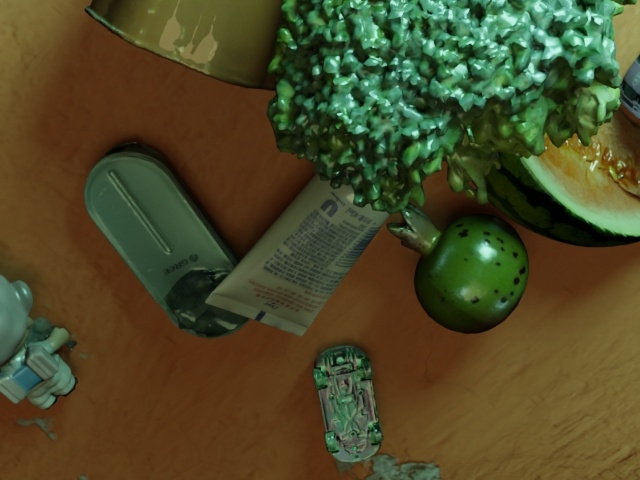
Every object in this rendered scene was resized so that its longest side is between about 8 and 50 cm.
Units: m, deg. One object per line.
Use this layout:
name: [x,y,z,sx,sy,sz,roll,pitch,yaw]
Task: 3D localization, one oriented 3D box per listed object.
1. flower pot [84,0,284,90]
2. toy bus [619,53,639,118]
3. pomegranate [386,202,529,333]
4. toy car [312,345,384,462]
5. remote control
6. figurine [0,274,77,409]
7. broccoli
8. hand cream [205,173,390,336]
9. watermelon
flower pot: [-0.093,-0.248,1.004,0.191,0.190,0.173,22,102,-11]
toy bus: [0.406,-0.140,1.095,0.199,0.096,0.108,15,113,-10]
pomegranate: [0.140,0.030,1.175,0.159,0.129,0.129,16,119,14]
toy car: [0.031,0.190,1.295,0.069,0.055,0.142,-11,107,-4]
remote control: [-0.159,0.004,1.196,0.104,0.052,0.247,-26,115,15]
figurine: [-0.363,0.110,1.226,0.137,0.112,0.229,-32,124,10]
broccoli: [0.126,-0.202,0.896,0.277,0.317,0.338,7,103,20]
hand cream: [0.000,0.000,1.176,0.133,0.083,0.248,26,115,-33]
watermelon: [0.238,-0.069,1.114,0.303,0.128,0.159,35,112,-17]
